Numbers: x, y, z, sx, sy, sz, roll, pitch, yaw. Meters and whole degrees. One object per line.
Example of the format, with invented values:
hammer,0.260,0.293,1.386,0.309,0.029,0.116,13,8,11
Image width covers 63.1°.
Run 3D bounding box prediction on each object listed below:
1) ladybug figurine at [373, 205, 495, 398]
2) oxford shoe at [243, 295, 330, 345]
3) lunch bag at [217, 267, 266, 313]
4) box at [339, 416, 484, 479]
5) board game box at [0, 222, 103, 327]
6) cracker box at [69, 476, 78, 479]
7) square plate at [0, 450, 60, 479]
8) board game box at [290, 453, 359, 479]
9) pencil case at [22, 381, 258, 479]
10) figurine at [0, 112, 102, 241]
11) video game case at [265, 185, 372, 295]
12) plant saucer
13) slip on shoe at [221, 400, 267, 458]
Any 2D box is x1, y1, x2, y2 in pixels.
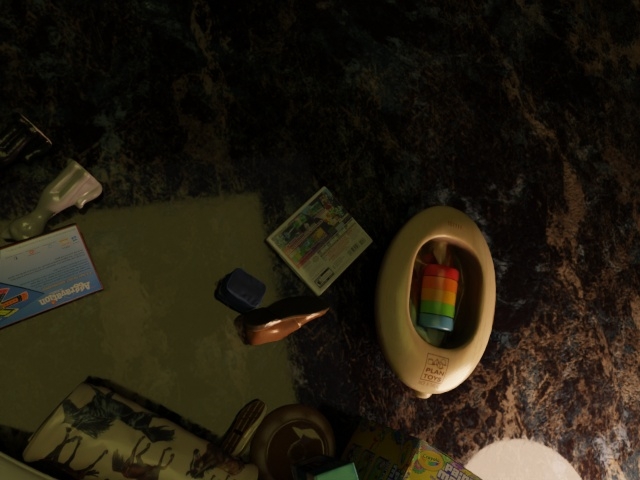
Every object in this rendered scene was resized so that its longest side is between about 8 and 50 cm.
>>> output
ladybug figurine,0.257,0.141,1.239,0.305,0.162,0.449,18,74,-16
oxford shoe,-0.075,0.180,1.176,0.212,0.076,0.076,-13,121,-28
lunch bag,-0.178,0.111,1.143,0.098,0.065,0.067,37,51,-13
box,0.213,0.538,1.090,0.290,0.279,0.177,36,71,-10
board game box,-0.587,0.080,1.000,0.281,0.027,0.145,-22,109,-22
cracker box,-0.446,0.583,0.963,0.156,0.067,0.232,26,73,-13
square plate,-0.526,0.549,0.874,0.344,0.049,0.347,18,83,11
board game box,0.044,0.586,0.965,0.079,0.254,0.336,-13,74,-17
pencil case,-0.333,0.417,0.977,0.410,0.160,0.183,30,117,-9
figurine,-0.589,-0.104,1.036,0.215,0.092,0.209,42,78,-9
video game case,0.000,0.000,1.250,0.201,0.023,0.183,-44,96,-20
plant saucer,-0.054,0.463,1.140,0.199,0.036,0.198,3,80,-18
slip on shoe,-0.158,0.407,1.112,0.135,0.051,0.041,-56,140,-27
